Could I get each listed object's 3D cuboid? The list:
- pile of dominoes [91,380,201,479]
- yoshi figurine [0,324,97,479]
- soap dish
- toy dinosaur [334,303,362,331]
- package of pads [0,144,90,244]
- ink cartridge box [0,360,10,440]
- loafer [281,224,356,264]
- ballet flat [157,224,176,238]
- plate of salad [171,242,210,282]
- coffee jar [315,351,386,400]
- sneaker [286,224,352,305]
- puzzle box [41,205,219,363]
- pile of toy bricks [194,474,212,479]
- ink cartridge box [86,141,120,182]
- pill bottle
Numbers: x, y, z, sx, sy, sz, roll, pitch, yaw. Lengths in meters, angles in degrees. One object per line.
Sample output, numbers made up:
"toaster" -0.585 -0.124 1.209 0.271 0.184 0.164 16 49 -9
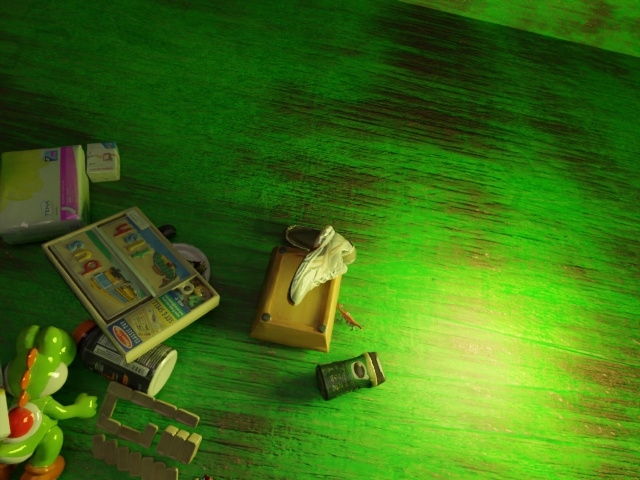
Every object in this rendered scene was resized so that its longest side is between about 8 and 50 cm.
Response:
"pile of dominoes" -0.421 0.472 1.001 0.251 0.040 0.196 22 91 3
"yoshi figurine" -0.639 0.354 0.942 0.203 0.203 0.362 17 97 37
"soap dish" -0.060 0.159 1.202 0.228 0.118 0.291 13 60 -2
"toy dinosaur" 0.082 0.223 1.224 0.047 0.090 0.082 -40 106 -41
"package of pads" -0.831 -0.142 1.240 0.229 0.101 0.297 -10 64 -15
"ink cartridge box" -0.717 0.320 0.817 0.154 0.093 0.212 -35 65 19
"loafer" 0.000 0.000 1.312 0.251 0.087 0.094 14 61 -2
"ballet flat" -0.524 0.000 1.256 0.173 0.049 0.058 -20 66 -12
"plate of salad" -0.428 0.092 1.215 0.199 0.048 0.200 4 61 -8
"coffee jar" 0.084 0.371 1.136 0.184 0.079 0.096 -10 61 -13
"sneaker" 0.006 0.080 1.136 0.121 0.099 0.262 31 62 3
"puzzle box" -0.505 0.094 1.101 0.409 0.052 0.272 41 51 19
"pile of toy bricks" -0.291 0.657 0.922 0.105 0.118 0.212 54 52 -17
"ink cartridge box" -0.710 -0.257 1.348 0.088 0.052 0.123 -8 65 -14
"pill bottle" -0.507 0.290 1.051 0.245 0.130 0.130 24 61 4
